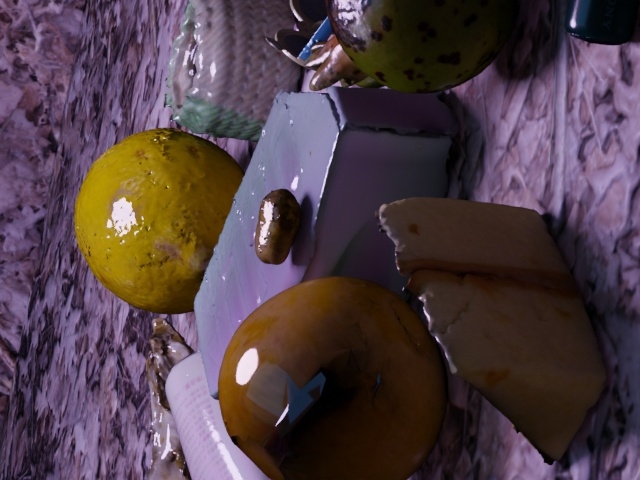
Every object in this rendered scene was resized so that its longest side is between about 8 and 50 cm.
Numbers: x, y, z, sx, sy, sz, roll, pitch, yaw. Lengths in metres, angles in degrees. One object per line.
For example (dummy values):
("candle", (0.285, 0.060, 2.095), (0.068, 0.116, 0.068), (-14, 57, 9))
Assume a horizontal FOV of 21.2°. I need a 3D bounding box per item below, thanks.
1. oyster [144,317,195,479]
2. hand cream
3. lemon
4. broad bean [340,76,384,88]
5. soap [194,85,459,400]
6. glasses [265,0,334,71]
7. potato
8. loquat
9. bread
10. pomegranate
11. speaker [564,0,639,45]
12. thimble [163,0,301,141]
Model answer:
("oyster", (-0.187, 0.275, 2.410), (0.166, 0.110, 0.341), (117, 150, -54))
("hand cream", (-0.109, 0.303, 2.215), (0.185, 0.118, 0.358), (-60, 37, 40))
("lemon", (-0.213, -0.026, 2.392), (0.310, 0.258, 0.257), (-132, 53, -61))
("broad bean", (0.091, -0.230, 1.924), (0.325, 0.067, 0.075), (-33, 75, 60))
("soap", (0.000, 0.000, 1.941), (0.261, 0.156, 0.446), (-105, 31, -46))
("glasses", (0.055, -0.290, 1.955), (0.221, 0.088, 0.189), (-31, 24, 30))
("potato", (-0.045, -0.014, 1.796), (0.051, 0.040, 0.083), (35, 116, 57))
("loquat", (0.015, 0.149, 1.746), (0.235, 0.235, 0.235), (-172, 90, -70))
("bread", (0.130, 0.073, 1.530), (0.240, 0.178, 0.135), (-108, 34, -47))
("pomegranate", (0.086, -0.236, 1.720), (0.246, 0.198, 0.198), (-23, 61, 60))
("speaker", (0.252, -0.211, 1.504), (0.094, 0.060, 0.075), (-24, -52, -72))
("thimble", (-0.122, -0.248, 2.370), (0.219, 0.150, 0.219), (-173, 90, -70))
